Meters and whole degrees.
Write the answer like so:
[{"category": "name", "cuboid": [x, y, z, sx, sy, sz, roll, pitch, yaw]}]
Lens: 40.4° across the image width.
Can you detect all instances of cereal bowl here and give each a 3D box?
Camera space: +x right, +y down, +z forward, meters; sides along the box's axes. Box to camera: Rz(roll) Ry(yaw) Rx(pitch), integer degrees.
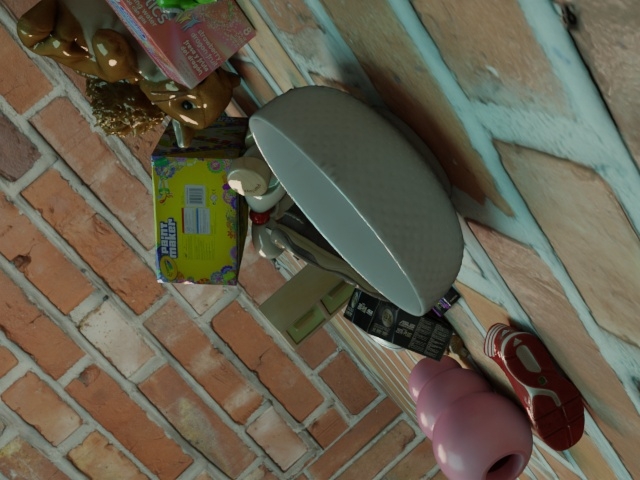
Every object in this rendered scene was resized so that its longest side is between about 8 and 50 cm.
[{"category": "cereal bowl", "cuboid": [0.066, -0.071, 1.129, 0.339, 0.141, 0.339, 47, 173, 8]}]

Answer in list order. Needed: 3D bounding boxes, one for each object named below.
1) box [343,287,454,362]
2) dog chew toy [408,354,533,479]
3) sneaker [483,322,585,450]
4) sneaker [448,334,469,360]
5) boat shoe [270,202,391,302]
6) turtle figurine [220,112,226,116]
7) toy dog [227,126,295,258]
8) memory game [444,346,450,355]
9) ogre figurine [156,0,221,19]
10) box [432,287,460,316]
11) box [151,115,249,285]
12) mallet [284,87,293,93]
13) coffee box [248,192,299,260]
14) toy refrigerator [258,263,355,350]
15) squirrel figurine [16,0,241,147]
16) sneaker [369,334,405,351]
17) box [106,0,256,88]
[{"category": "box", "cuboid": [0.159, 0.169, 1.790, 0.180, 0.077, 0.147, 23, -178, -18]}, {"category": "dog chew toy", "cuboid": [0.298, 0.368, 1.840, 0.206, 0.207, 0.332, 55, 178, -41]}, {"category": "sneaker", "cuboid": [0.331, 0.216, 1.361, 0.221, 0.087, 0.128, 64, 177, -17]}, {"category": "sneaker", "cuboid": [0.276, 0.217, 1.795, 0.037, 0.032, 0.083, 41, 169, 45]}, {"category": "boat shoe", "cuboid": [0.068, 0.017, 1.643, 0.355, 0.130, 0.132, 27, -179, -43]}, {"category": "turtle figurine", "cuboid": [-0.267, -0.268, 2.193, 0.234, 0.118, 0.175, 42, 129, 34]}, {"category": "toy dog", "cuboid": [-0.076, -0.093, 1.766, 0.161, 0.220, 0.333, 8, 161, 12]}, {"category": "memory game", "cuboid": [0.234, 0.194, 1.998, 0.186, 0.012, 0.186, 48, 172, 9]}, {"category": "ogre figurine", "cuboid": [-0.204, -0.387, 1.183, 0.197, 0.118, 0.097, 52, 172, -25]}, {"category": "box", "cuboid": [0.196, 0.081, 1.582, 0.116, 0.029, 0.162, 47, 174, 9]}, {"category": "box", "cuboid": [-0.252, -0.094, 1.892, 0.279, 0.177, 0.289, -88, 0, -65]}, {"category": "mallet", "cuboid": [-0.023, -0.194, 1.471, 0.039, 0.062, 0.190, 46, -173, 32]}, {"category": "coffee box", "cuboid": [-0.113, -0.091, 2.145, 0.168, 0.119, 0.297, 55, 171, -33]}, {"category": "toy refrigerator", "cuboid": [0.008, 0.105, 1.859, 0.094, 0.269, 0.102, 44, 170, 34]}, {"category": "squirrel figurine", "cuboid": [-0.343, -0.350, 1.678, 0.370, 0.281, 0.397, 35, 162, -8]}, {"category": "sneaker", "cuboid": [0.128, 0.175, 2.192, 0.258, 0.094, 0.091, 47, 177, 19]}, {"category": "box", "cuboid": [-0.254, -0.397, 1.323, 0.300, 0.142, 0.154, 53, 172, -30]}]
